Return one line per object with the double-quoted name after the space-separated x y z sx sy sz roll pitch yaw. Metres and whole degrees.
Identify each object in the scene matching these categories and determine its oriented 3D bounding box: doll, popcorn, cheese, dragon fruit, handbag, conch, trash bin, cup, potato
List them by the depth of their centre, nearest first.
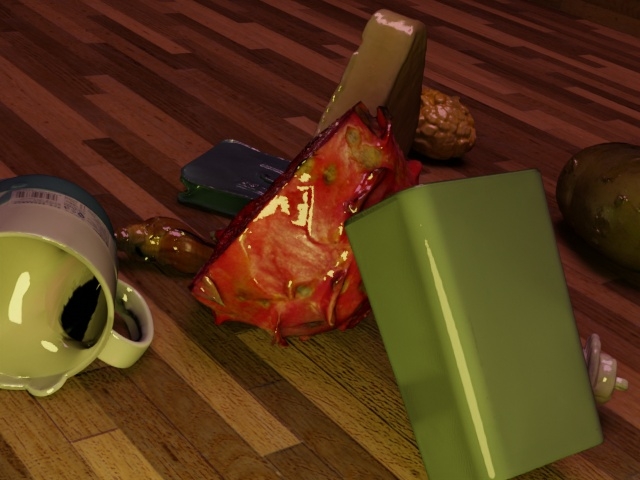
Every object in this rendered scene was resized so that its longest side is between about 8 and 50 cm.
0.190 0.105 1.245 0.223 0.344 0.158 -10 -7 -34 "trash bin"
-0.347 0.058 1.342 0.289 0.219 0.258 33 17 -21 "cup"
0.272 0.165 1.404 0.293 0.138 0.119 11 61 8 "doll"
0.000 0.000 1.452 0.249 0.371 0.386 42 56 -5 "dragon fruit"
-0.223 0.005 1.618 0.232 0.080 0.086 9 33 -3 "conch"
0.573 -0.065 1.887 0.269 0.219 0.359 2 17 -37 "potato"
-0.148 -0.113 1.913 0.179 0.062 0.229 16 26 14 "handbag"
0.081 -0.215 1.993 0.104 0.384 0.384 26 29 17 "cheese"
0.259 -0.249 2.257 0.170 0.180 0.180 -29 38 -15 "popcorn"
